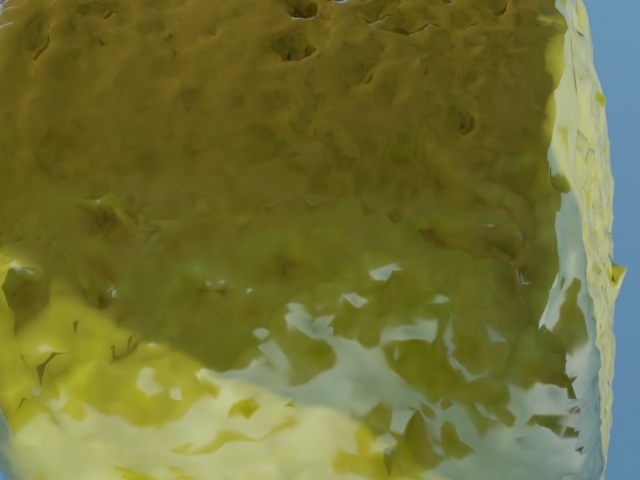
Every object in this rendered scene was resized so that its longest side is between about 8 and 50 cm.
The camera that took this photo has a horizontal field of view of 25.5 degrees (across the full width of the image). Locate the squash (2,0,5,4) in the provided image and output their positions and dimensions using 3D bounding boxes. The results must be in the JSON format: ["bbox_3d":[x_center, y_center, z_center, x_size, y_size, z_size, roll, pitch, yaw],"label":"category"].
[{"bbox_3d":[-0.155,-0.160,0.804,0.052,0.183,0.052,7,-125,-10],"label":"squash"}]

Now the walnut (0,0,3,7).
[{"bbox_3d":[-0.200,-0.177,1.054,0.211,0.167,0.087,9,-106,24],"label":"walnut"}]

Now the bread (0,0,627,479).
[{"bbox_3d":[0.000,0.000,0.734,0.307,0.348,0.348,-2,-122,19],"label":"bread"}]
